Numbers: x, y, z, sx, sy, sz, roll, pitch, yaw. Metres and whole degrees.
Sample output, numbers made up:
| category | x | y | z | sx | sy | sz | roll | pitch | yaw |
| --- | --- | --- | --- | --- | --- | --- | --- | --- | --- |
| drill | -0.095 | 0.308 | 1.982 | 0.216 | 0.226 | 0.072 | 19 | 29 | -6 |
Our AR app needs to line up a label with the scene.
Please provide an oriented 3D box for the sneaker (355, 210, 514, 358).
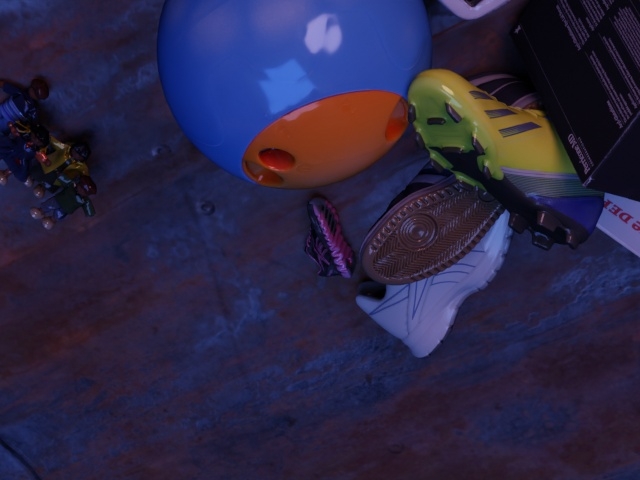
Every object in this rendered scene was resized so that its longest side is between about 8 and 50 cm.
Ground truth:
| category | x | y | z | sx | sy | sz | roll | pitch | yaw |
| --- | --- | --- | --- | --- | --- | --- | --- | --- | --- |
| sneaker | 0.143 | 0.017 | 1.813 | 0.129 | 0.111 | 0.297 | 29 | 123 | -6 |

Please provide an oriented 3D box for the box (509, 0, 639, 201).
| category | x | y | z | sx | sy | sz | roll | pitch | yaw |
| --- | --- | --- | --- | --- | --- | --- | --- | --- | --- |
| box | 0.312 | -0.193 | 1.534 | 0.103 | 0.261 | 0.184 | 15 | 128 | -28 |

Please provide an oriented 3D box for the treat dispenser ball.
| category | x | y | z | sx | sy | sz | roll | pitch | yaw |
| --- | --- | --- | --- | --- | --- | --- | --- | --- | --- |
| treat dispenser ball | -0.027 | -0.196 | 1.568 | 0.288 | 0.288 | 0.288 | 4 | 126 | 5 |

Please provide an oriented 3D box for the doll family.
| category | x | y | z | sx | sy | sz | roll | pitch | yaw |
| --- | --- | --- | --- | --- | --- | --- | --- | --- | --- |
| doll family | -0.334 | -0.109 | 1.805 | 0.111 | 0.076 | 0.193 | -32 | 112 | 32 |

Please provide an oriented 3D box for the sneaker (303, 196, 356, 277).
| category | x | y | z | sx | sy | sz | roll | pitch | yaw |
| --- | --- | --- | --- | --- | --- | --- | --- | --- | --- |
| sneaker | 0.000 | 0.000 | 1.859 | 0.057 | 0.047 | 0.119 | -6 | 124 | 26 |

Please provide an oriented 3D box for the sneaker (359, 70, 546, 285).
| category | x | y | z | sx | sy | sz | roll | pitch | yaw |
| --- | --- | --- | --- | --- | --- | --- | --- | --- | --- |
| sneaker | 0.145 | -0.076 | 1.690 | 0.282 | 0.153 | 0.099 | -42 | 120 | 7 |

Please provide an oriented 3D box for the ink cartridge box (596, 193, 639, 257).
| category | x | y | z | sx | sy | sz | roll | pitch | yaw |
| --- | --- | --- | --- | --- | --- | --- | --- | --- | --- |
| ink cartridge box | 0.415 | -0.118 | 1.672 | 0.198 | 0.115 | 0.273 | 34 | 122 | -16 |

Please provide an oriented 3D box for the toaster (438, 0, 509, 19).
| category | x | y | z | sx | sy | sz | roll | pitch | yaw |
| --- | --- | --- | --- | --- | --- | --- | --- | --- | --- |
| toaster | 0.175 | -0.324 | 1.538 | 0.227 | 0.146 | 0.129 | -35 | 113 | 28 |

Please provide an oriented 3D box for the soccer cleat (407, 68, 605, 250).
| category | x | y | z | sx | sy | sz | roll | pitch | yaw |
| --- | --- | --- | --- | --- | --- | --- | --- | --- | --- |
| soccer cleat | 0.194 | -0.101 | 1.557 | 0.289 | 0.121 | 0.093 | 39 | 156 | -33 |
